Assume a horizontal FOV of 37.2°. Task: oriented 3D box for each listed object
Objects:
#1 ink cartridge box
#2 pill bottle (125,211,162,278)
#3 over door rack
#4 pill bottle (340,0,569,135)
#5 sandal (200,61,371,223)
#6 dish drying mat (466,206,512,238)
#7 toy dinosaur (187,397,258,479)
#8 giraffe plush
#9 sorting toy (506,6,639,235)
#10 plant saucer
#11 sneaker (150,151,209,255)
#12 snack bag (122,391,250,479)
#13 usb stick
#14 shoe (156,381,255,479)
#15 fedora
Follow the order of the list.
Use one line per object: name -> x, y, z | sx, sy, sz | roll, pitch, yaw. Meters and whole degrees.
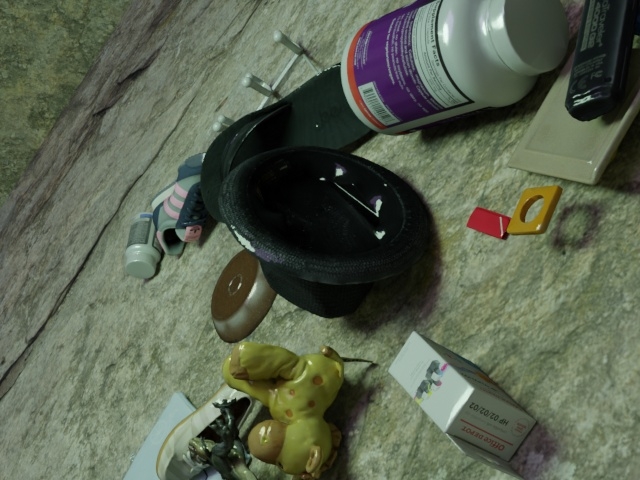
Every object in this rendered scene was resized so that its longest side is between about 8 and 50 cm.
ink cartridge box -> 0.165, 0.183, 1.066 | 0.062, 0.104, 0.181 | -57, 30, 7
pill bottle -> -0.389, 0.011, 2.108 | 0.078, 0.078, 0.137 | -35, 37, 37
over door rack -> -0.100, -0.279, 1.884 | 0.239, 0.108, 0.324 | -55, 30, 12
pill bottle -> 0.185, -0.262, 1.347 | 0.323, 0.181, 0.182 | -9, 57, 54
sandal -> -0.083, -0.163, 1.673 | 0.445, 0.167, 0.107 | -35, 4, 37
dish drying mat -> 0.223, -0.024, 1.256 | 0.032, 0.008, 0.083 | -62, 29, 0
toy dinosaur -> -0.128, 0.294, 1.333 | 0.268, 0.064, 0.118 | -162, 64, -67
giraffe plush -> -0.037, 0.243, 1.310 | 0.210, 0.181, 0.171 | -1, 69, 18
sorting toy -> 0.330, -0.149, 1.162 | 0.348, 0.047, 0.196 | -59, 22, -3
plant saucer -> -0.141, 0.085, 1.701 | 0.198, 0.036, 0.199 | -37, 36, 34
sneaker -> -0.250, -0.072, 1.929 | 0.319, 0.112, 0.131 | -40, 57, 55
snack bag -> -0.263, 0.440, 1.580 | 0.343, 0.037, 0.323 | -60, 30, -5
usb stick -> 0.348, -0.263, 1.149 | 0.077, 0.045, 0.278 | -18, 44, 47
shoe -> -0.177, 0.301, 1.474 | 0.219, 0.076, 0.058 | -50, 26, 8
fedora -> 0.000, 0.000, 1.397 | 0.334, 0.334, 0.153 | -106, 18, -52
